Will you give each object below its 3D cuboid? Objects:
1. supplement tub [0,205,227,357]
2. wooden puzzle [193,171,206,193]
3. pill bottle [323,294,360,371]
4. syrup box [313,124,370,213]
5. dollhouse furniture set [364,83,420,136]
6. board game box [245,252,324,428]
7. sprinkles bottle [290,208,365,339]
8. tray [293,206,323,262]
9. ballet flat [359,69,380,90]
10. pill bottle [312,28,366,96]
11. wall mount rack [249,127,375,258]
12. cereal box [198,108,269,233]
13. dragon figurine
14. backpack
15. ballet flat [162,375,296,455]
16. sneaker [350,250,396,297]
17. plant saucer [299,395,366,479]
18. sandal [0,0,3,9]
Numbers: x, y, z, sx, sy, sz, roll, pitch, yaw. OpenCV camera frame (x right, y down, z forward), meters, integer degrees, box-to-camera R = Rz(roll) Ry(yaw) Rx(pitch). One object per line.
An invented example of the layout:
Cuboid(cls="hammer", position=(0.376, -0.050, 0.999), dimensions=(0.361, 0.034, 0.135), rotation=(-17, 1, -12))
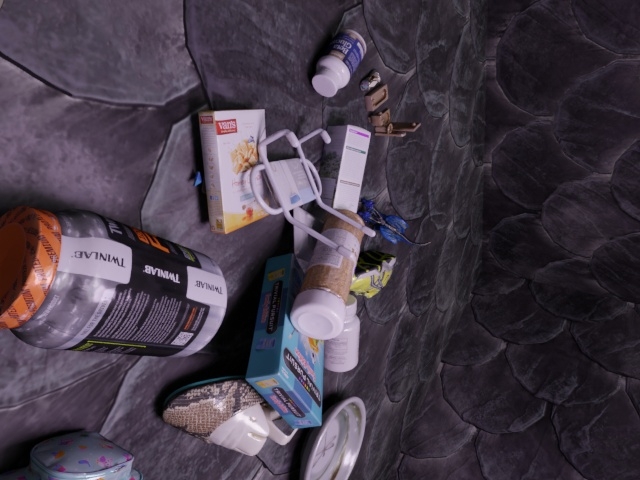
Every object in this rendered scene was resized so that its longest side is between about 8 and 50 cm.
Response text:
Cuboid(cls="supplement tub", position=(-0.311, 0.072, 0.627), dimensions=(0.316, 0.194, 0.193), rotation=(32, 74, -57))
Cuboid(cls="wooden puzzle", position=(-0.219, -0.131, 0.860), dimensions=(0.116, 0.014, 0.078), rotation=(15, 84, -63))
Cuboid(cls="pill bottle", position=(0.061, 0.294, 1.338), dimensions=(0.131, 0.131, 0.229), rotation=(-24, 120, -52))
Cuboid(cls="syrup box", position=(0.061, -0.201, 1.175), dimensions=(0.096, 0.093, 0.236), rotation=(7, 95, -39))
Cuboid(cls="dollhouse furniture set", position=(0.241, -0.427, 1.362), dimensions=(0.144, 0.123, 0.151), rotation=(-47, 137, -39))
Cuboid(cls="board game box", position=(-0.067, 0.240, 1.014), dimensions=(0.336, 0.079, 0.253), rotation=(-88, 159, -46))
Cuboid(cls="sprinkles bottle", position=(0.028, 0.068, 1.022), dimensions=(0.355, 0.121, 0.121), rotation=(-71, 153, -47))
Cuboid(cls="tray", position=(0.000, 0.000, 1.172), dimensions=(0.270, 0.030, 0.145), rotation=(27, 58, -61))
Cuboid(cls="ballet flat", position=(0.165, -0.502, 1.297), dimensions=(0.114, 0.041, 0.041), rotation=(-51, 140, -35))
Cuboid(cls="pill bottle", position=(0.045, -0.459, 1.076), dimensions=(0.169, 0.094, 0.094), rotation=(-62, 145, -22))
Cuboid(cls="wall mount rack", position=(-0.007, -0.107, 0.964), dimensions=(0.304, 0.131, 0.350), rotation=(67, 25, -6))
Cuboid(cls="cereal box", position=(-0.173, -0.152, 0.870), dimensions=(0.173, 0.047, 0.240), rotation=(-35, 129, -58))
Cuboid(cls="dragon figurine", position=(0.251, -0.042, 1.448), dimensions=(0.085, 0.289, 0.144), rotation=(-56, 177, 3))
Cuboid(cls="backpack", position=(-0.396, 0.391, 0.636), dimensions=(0.188, 0.166, 0.144), rotation=(1, 99, -60))
Cuboid(cls="ballet flat", position=(-0.144, 0.414, 1.001), dimensions=(0.164, 0.182, 0.483), rotation=(-47, 151, 14))
Cuboid(cls="sneaker", position=(0.153, 0.133, 1.413), dimensions=(0.385, 0.145, 0.147), rotation=(-9, 109, -54))
Cuboid(cls="plant saucer", position=(0.027, 0.740, 1.476), dimensions=(0.400, 0.101, 0.400), rotation=(-28, 124, -51))
Cuboid(cls="sandal", position=(-0.460, -0.285, 0.366), dimensions=(0.303, 0.086, 0.120), rotation=(7, 95, -58))
